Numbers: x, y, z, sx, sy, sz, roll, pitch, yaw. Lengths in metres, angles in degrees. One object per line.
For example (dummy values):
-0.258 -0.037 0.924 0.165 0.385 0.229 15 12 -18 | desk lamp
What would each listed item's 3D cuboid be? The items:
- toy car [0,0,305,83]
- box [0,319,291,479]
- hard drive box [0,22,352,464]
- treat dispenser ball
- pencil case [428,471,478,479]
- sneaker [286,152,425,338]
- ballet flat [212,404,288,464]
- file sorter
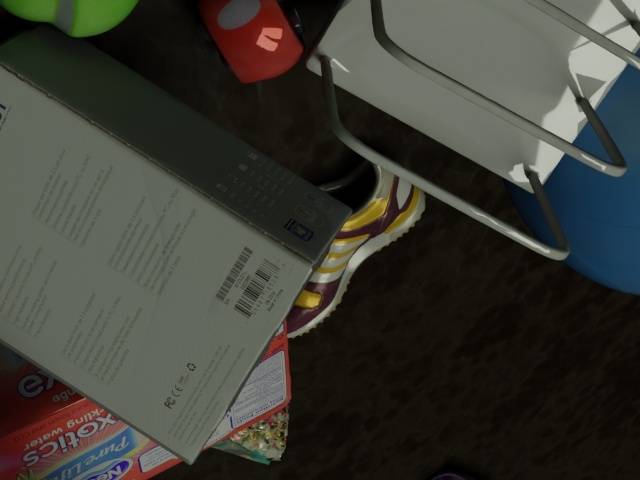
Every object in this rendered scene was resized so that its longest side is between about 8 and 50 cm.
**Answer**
-0.089 -0.161 0.867 0.225 0.053 0.239 -11 149 -22 | toy car
-0.183 0.101 1.053 0.300 0.142 0.154 -26 146 -17 | box
-0.127 0.001 0.892 0.181 0.232 0.089 -58 179 30 | hard drive box
0.279 -0.098 1.113 0.288 0.288 0.288 -25 146 -19 | treat dispenser ball
0.196 0.351 1.788 0.086 0.088 0.206 -42 149 11 | pencil case
0.000 0.000 1.184 0.185 0.069 0.084 -48 138 5 | sneaker
-0.105 0.149 1.268 0.241 0.091 0.077 26 82 -59 | ballet flat
0.142 -0.155 0.876 0.193 0.173 0.278 28 112 -13 | file sorter
